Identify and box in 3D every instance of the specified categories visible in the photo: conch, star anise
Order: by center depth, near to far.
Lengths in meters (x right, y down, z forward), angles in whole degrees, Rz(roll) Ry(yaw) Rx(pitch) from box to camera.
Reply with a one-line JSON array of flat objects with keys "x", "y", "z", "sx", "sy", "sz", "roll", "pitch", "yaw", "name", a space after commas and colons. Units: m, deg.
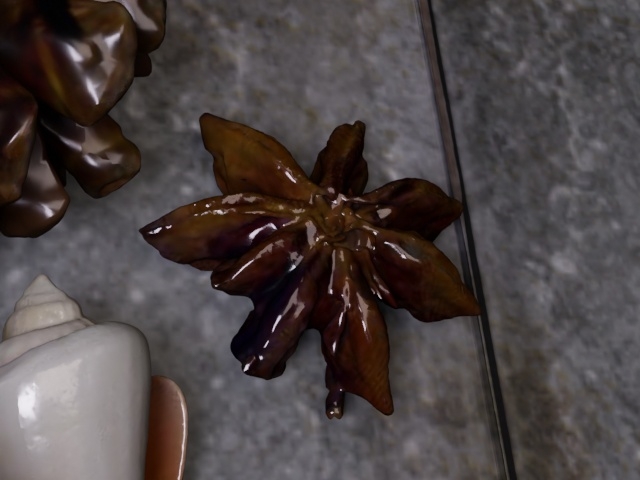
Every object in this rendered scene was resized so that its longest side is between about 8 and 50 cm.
[{"x": -0.093, "y": 0.101, "z": 0.615, "sx": 0.094, "sy": 0.104, "sz": 0.176, "roll": -24, "pitch": 82, "yaw": -1, "name": "conch"}, {"x": 0.000, "y": 0.000, "z": 0.717, "sx": 0.168, "sy": 0.057, "sz": 0.168, "roll": 9, "pitch": 66, "yaw": -20, "name": "star anise"}]

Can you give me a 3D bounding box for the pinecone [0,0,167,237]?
[{"x": -0.198, "y": -0.095, "z": 0.579, "sx": 0.309, "sy": 0.244, "sz": 0.244, "roll": 13, "pitch": 63, "yaw": -30, "name": "pinecone"}]
